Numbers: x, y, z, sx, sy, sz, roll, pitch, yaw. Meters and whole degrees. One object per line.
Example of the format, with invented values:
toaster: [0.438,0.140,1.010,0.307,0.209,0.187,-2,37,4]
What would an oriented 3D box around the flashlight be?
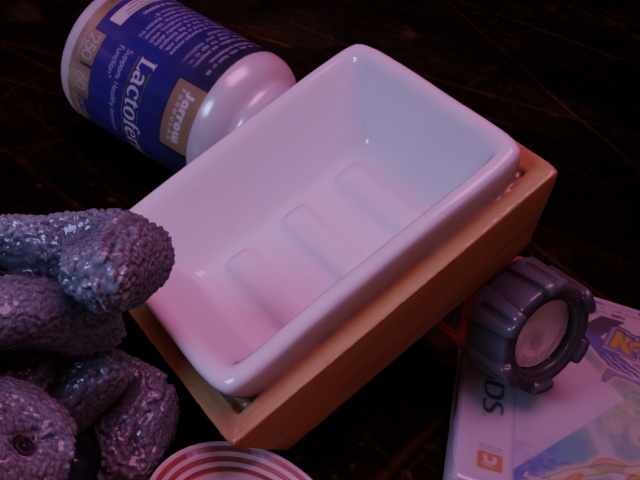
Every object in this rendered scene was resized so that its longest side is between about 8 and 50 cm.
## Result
flashlight: [0.097,0.018,0.859,0.103,0.103,0.304,-42,39,-9]

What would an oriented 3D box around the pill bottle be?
pill bottle: [-0.117,-0.139,0.986,0.264,0.153,0.153,31,35,23]

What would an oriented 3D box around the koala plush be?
koala plush: [-0.196,0.109,0.564,0.203,0.196,0.221,3,34,0]

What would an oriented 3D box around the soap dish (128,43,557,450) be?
soap dish: [0.000,0.000,0.747,0.291,0.118,0.229,-39,47,-9]

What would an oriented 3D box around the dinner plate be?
dinner plate: [-0.049,0.189,0.634,0.141,0.017,0.141,17,34,-12]

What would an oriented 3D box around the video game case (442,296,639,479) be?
video game case: [0.273,0.152,0.825,0.329,0.036,0.300,17,33,2]
